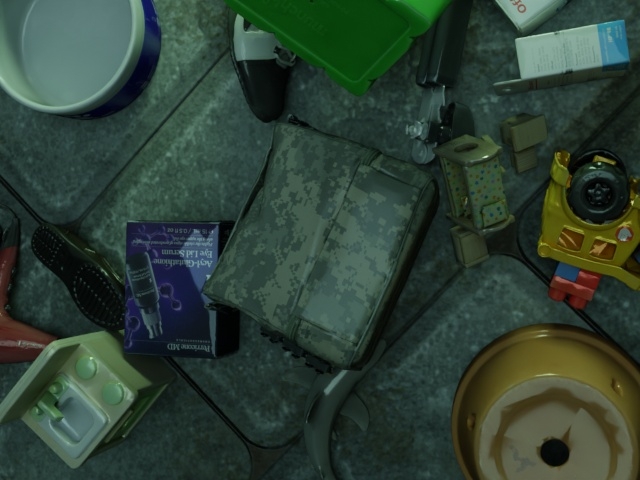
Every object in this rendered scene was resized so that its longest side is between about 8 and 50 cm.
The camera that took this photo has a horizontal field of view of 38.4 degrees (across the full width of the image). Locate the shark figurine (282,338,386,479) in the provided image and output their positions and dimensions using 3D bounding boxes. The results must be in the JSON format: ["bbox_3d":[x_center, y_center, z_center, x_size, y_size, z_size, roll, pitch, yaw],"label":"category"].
[{"bbox_3d":[0.008,0.283,1.348,0.166,0.116,0.278,0,88,15],"label":"shark figurine"}]

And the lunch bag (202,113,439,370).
[{"bbox_3d":[0.000,0.000,1.283,0.256,0.212,0.305,24,86,10],"label":"lunch bag"}]

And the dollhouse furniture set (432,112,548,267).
[{"bbox_3d":[0.265,-0.063,1.279,0.161,0.101,0.182,-23,115,-15],"label":"dollhouse furniture set"}]

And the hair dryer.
[{"bbox_3d":[-0.532,0.096,1.496,0.293,0.080,0.223,45,99,10],"label":"hair dryer"}]

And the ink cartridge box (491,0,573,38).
[{"bbox_3d":[0.317,-0.400,1.289,0.191,0.082,0.139,-37,81,12],"label":"ink cartridge box"}]

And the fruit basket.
[{"bbox_3d":[0.035,-0.435,1.219,0.392,0.392,0.283,58,138,8],"label":"fruit basket"}]

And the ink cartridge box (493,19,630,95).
[{"bbox_3d":[0.328,-0.251,1.273,0.180,0.104,0.060,-8,88,13],"label":"ink cartridge box"}]

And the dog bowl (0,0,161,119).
[{"bbox_3d":[-0.391,-0.326,1.451,0.265,0.104,0.264,0,90,13],"label":"dog bowl"}]

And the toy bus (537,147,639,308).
[{"bbox_3d":[0.400,-0.003,1.244,0.220,0.149,0.211,17,107,11],"label":"toy bus"}]

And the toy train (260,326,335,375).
[{"bbox_3d":[-0.031,0.160,1.368,0.158,0.036,0.027,28,104,42],"label":"toy train"}]

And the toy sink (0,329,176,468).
[{"bbox_3d":[-0.341,0.235,1.369,0.131,0.234,0.153,41,98,11],"label":"toy sink"}]

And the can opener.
[{"bbox_3d":[0.183,-0.241,1.337,0.093,0.074,0.280,6,93,-21],"label":"can opener"}]

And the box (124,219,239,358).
[{"bbox_3d":[-0.208,0.073,1.402,0.153,0.108,0.207,0,89,13],"label":"box"}]

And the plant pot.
[{"bbox_3d":[0.313,0.264,1.225,0.291,0.203,0.290,0,90,13],"label":"plant pot"}]

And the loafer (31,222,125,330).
[{"bbox_3d":[-0.361,0.050,1.452,0.220,0.078,0.080,46,110,15],"label":"loafer"}]

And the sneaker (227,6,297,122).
[{"bbox_3d":[-0.054,-0.342,1.359,0.146,0.122,0.330,-2,90,16],"label":"sneaker"}]
